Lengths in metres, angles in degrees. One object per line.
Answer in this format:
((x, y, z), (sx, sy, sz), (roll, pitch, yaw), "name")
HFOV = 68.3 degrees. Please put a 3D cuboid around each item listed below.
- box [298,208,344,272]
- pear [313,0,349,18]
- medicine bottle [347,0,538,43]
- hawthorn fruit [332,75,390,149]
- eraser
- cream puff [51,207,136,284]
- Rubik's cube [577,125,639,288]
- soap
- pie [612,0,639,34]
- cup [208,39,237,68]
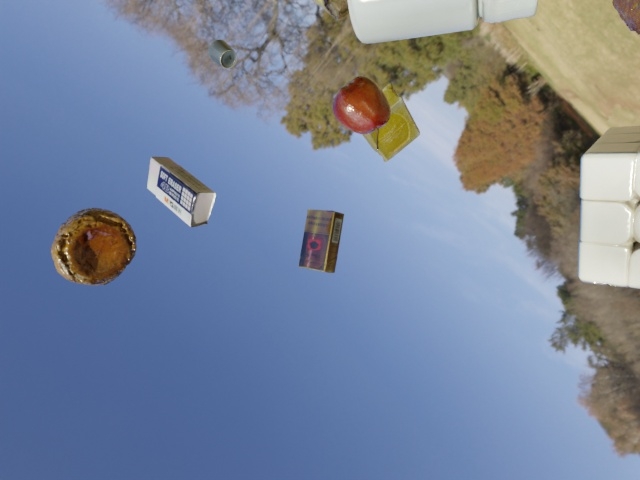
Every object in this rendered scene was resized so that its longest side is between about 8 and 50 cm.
((0.000, 0.000, 1.871), (0.071, 0.159, 0.240), (11, -92, -48), "box")
((0.009, -0.735, 1.268), (0.178, 0.266, 0.267), (19, -156, 20), "pear")
((0.254, -0.546, 0.991), (0.211, 0.372, 0.211), (0, -90, -71), "medicine bottle")
((0.136, -0.367, 1.366), (0.203, 0.163, 0.162), (51, -150, -2), "hawthorn fruit")
((-0.479, -0.170, 1.595), (0.287, 0.130, 0.086), (35, -152, 31), "eraser")
((-0.551, 0.003, 1.122), (0.183, 0.183, 0.169), (14, -174, -43), "cream puff")
((0.733, -0.078, 0.993), (0.290, 0.291, 0.291), (-30, -64, -44), "Rubik's cube")
((0.259, -0.441, 1.817), (0.091, 0.199, 0.315), (54, -170, 24), "soap")
((0.845, -0.660, 1.156), (0.086, 0.308, 0.308), (14, -143, -5), "pie")
((-0.337, -0.644, 1.663), (0.077, 0.078, 0.100), (46, 172, 30), "cup")
